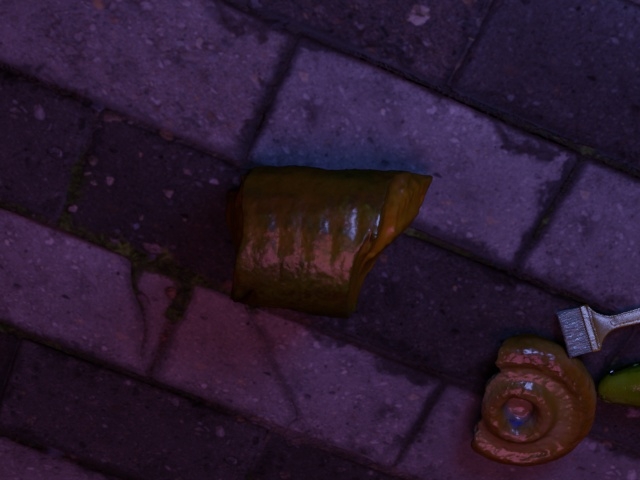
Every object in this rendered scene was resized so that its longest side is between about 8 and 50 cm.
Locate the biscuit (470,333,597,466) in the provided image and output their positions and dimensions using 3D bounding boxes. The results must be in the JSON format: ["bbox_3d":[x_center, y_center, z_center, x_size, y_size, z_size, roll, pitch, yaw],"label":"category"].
[{"bbox_3d":[0.387,0.297,1.957,0.213,0.091,0.274,6,118,4],"label":"biscuit"}]

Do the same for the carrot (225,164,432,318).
[{"bbox_3d":[0.000,0.000,1.736,0.340,0.241,0.242,4,120,5],"label":"carrot"}]

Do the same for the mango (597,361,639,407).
[{"bbox_3d":[0.573,0.260,1.929,0.165,0.074,0.091,-12,120,12],"label":"mango"}]

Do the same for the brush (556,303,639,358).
[{"bbox_3d":[0.517,0.138,1.881,0.205,0.011,0.083,-15,79,6],"label":"brush"}]
